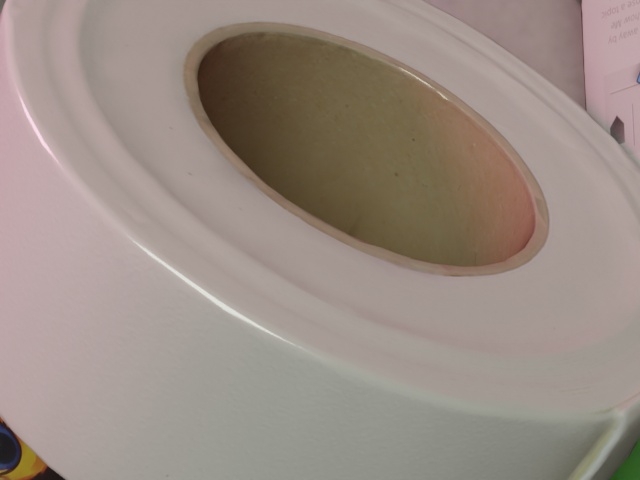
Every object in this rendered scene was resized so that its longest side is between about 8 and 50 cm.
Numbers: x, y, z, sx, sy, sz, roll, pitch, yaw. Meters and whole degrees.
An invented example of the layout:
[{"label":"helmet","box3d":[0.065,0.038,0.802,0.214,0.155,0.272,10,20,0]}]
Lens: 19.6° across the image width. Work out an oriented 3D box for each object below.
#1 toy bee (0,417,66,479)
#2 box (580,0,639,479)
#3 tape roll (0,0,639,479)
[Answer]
[{"label":"toy bee","box3d":[-0.094,0.103,0.737,0.298,0.162,0.195,20,37,-15]},{"label":"box","box3d":[0.203,-0.022,0.718,0.232,0.058,0.322,-16,69,51]},{"label":"tape roll","box3d":[0.000,0.000,0.704,0.286,0.286,0.100,39,122,17]}]
